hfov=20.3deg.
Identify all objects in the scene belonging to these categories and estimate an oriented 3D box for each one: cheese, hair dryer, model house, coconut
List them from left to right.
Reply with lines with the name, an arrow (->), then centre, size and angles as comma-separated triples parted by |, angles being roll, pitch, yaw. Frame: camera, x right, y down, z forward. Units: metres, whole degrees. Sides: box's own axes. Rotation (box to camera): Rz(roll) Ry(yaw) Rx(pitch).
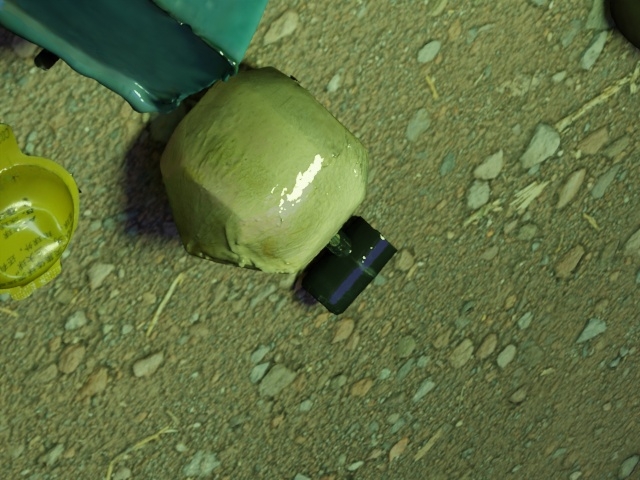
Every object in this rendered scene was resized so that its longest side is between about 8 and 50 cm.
cheese -> -0.346, -0.040, 1.931 | 0.177, 0.069, 0.270 | -36, 137, -17
model house -> -0.149, -0.311, 1.724 | 0.237, 0.215, 0.303 | 33, 72, -16
coconut -> -0.069, -0.067, 2.060 | 0.230, 0.227, 0.227 | -50, 142, 0
hair dryer -> 0.000, 0.000, 2.311 | 0.124, 0.071, 0.219 | -48, 136, -1

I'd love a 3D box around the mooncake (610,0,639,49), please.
mooncake -> 0.508, -0.350, 2.448 | 0.245, 0.133, 0.245 | -25, 136, -27

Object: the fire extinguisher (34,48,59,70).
fire extinguisher -> -0.208, -0.268, 1.856 | 0.252, 0.075, 0.106 | -43, 171, -7
